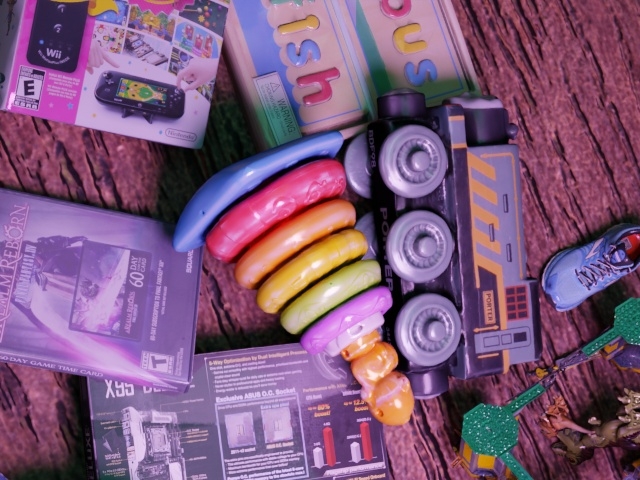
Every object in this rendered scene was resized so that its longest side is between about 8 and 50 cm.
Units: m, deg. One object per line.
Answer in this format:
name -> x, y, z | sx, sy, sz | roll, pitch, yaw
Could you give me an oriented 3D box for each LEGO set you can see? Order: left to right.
LEGO set -> 0.308, 0.244, 1.381 | 0.331, 0.192, 0.255 | -39, 64, -21

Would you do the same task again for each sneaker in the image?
sneaker -> 0.324, 0.023, 1.442 | 0.162, 0.073, 0.063 | -34, 92, -18

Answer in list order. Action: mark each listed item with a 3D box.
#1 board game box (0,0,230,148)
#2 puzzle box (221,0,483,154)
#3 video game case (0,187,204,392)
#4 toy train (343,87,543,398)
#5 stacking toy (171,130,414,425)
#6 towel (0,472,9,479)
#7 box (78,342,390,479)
board game box -> -0.206, -0.261, 1.252 | 0.224, 0.097, 0.304 | 9, 93, -37
puzzle box -> -0.002, -0.310, 1.411 | 0.272, 0.052, 0.409 | -19, 87, -19
video game case -> -0.257, 0.043, 1.249 | 0.274, 0.026, 0.196 | 12, 50, -14
toy train -> 0.137, 0.000, 1.351 | 0.190, 0.142, 0.334 | -6, 92, -22
stacking toy -> 0.007, 0.053, 1.255 | 0.165, 0.175, 0.302 | -24, 76, -43
towel -> -0.439, 0.340, 1.198 | 0.243, 0.040, 0.336 | 44, 71, -3
box -> -0.084, 0.234, 1.290 | 0.307, 0.076, 0.243 | -6, 83, -17
